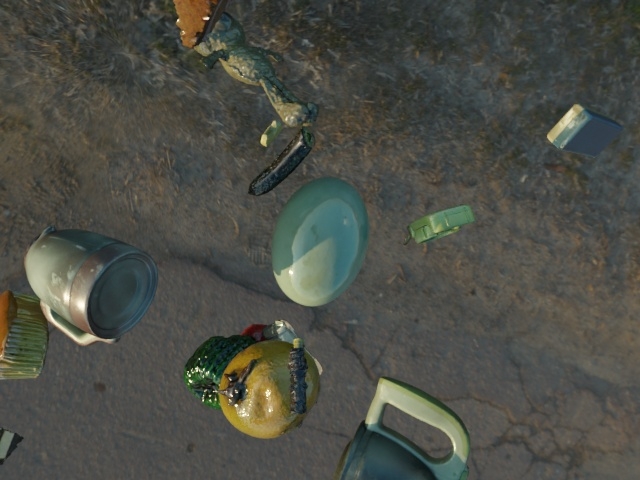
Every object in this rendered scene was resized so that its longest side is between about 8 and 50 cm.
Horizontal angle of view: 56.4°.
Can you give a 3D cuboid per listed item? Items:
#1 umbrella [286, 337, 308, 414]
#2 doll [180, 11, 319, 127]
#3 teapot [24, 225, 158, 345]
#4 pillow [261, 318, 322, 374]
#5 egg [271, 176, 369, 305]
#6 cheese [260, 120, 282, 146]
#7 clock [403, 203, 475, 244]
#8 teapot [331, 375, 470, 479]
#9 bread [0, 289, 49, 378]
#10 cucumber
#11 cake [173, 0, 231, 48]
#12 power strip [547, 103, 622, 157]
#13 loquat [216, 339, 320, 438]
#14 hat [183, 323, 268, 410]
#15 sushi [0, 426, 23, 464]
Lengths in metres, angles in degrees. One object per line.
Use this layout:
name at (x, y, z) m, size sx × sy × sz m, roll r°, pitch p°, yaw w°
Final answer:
umbrella at (-0.044, 0.261, 1.149) m, size 0.040 × 0.037 × 0.143 m, roll 11°, pitch 68°, yaw -32°
doll at (-0.129, -0.308, 1.055) m, size 0.203 × 0.285 × 0.091 m, roll -5°, pitch 144°, yaw -24°
teapot at (-0.605, 0.119, 1.505) m, size 0.233 × 0.312 × 0.314 m, roll -25°, pitch 131°, yaw -57°
pillow at (-0.090, 0.357, 1.920) m, size 0.131 × 0.038 × 0.232 m, roll -35°, pitch 96°, yaw 33°
egg at (0.000, 0.000, 1.718) m, size 0.276 × 0.276 × 0.388 m, roll 23°, pitch 68°, yaw -23°
cheese at (-0.134, -0.293, 1.616) m, size 0.030 × 0.044 × 0.083 m, roll 30°, pitch 61°, yaw 10°
clock at (0.349, -0.040, 1.834) m, size 0.170 × 0.232 × 0.069 m, roll -16°, pitch 82°, yaw -28°
teapot at (0.157, 0.467, 1.182) m, size 0.240 × 0.239 × 0.321 m, roll 17°, pitch 66°, yaw 12°
bread at (-0.935, 0.287, 1.822) m, size 0.156 × 0.288 × 0.204 m, roll 15°, pitch 122°, yaw -35°
cucumber at (-0.106, -0.198, 1.611) m, size 0.067 × 0.067 × 0.245 m, roll 34°, pitch 114°, yaw -24°
cake at (-0.090, -0.304, 0.596) m, size 0.113 × 0.295 × 0.115 m, roll 30°, pitch 67°, yaw -4°
power strip at (0.352, -0.144, 0.790) m, size 0.123 × 0.032 × 0.056 m, roll 0°, pitch 137°, yaw -45°
loquat at (-0.124, 0.343, 1.392) m, size 0.244 × 0.244 × 0.243 m, roll -5°, pitch 108°, yaw -16°
hat at (-0.277, 0.382, 1.965) m, size 0.332 × 0.274 × 0.242 m, roll -47°, pitch 111°, yaw -40°
sushi at (-0.501, 0.303, 0.638) m, size 0.294 × 0.292 × 0.059 m, roll -55°, pitch 147°, yaw -37°
